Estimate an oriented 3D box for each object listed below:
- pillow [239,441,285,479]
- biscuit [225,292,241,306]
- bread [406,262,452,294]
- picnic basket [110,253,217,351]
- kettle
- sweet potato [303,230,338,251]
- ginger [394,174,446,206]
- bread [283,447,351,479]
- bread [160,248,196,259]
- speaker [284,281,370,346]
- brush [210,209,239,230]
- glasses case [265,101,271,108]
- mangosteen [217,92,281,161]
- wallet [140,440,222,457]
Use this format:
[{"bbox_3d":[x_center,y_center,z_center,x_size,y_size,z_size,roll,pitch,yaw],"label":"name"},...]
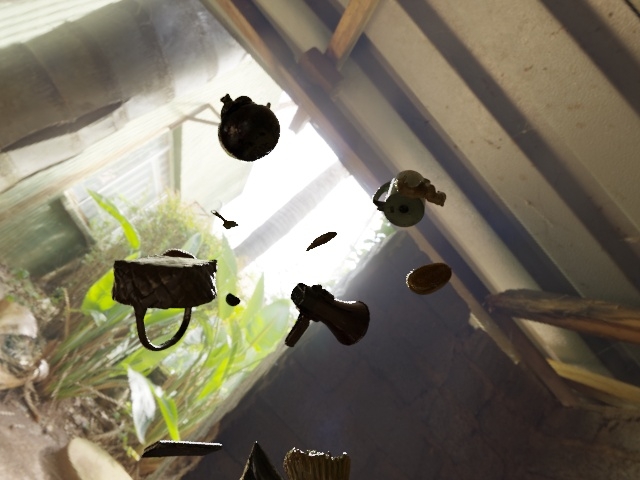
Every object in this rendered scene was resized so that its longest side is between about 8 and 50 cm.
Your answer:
[{"bbox_3d":[-0.183,0.765,1.243,0.186,0.106,0.249,40,-63,37],"label":"pillow"},{"bbox_3d":[-0.511,0.345,2.379,0.089,0.087,0.027,64,-33,25],"label":"biscuit"},{"bbox_3d":[0.430,0.153,1.617,0.077,0.190,0.114,86,-19,-57],"label":"bread"},{"bbox_3d":[-0.521,0.216,1.377,0.337,0.337,0.293,43,13,9],"label":"picnic basket"},{"bbox_3d":[0.341,-0.191,1.743,0.241,0.255,0.165,-2,-55,20],"label":"kettle"},{"bbox_3d":[0.000,0.000,2.050,0.068,0.206,0.059,37,25,-47],"label":"sweet potato"},{"bbox_3d":[0.382,-0.190,1.536,0.288,0.089,0.075,14,-17,-32],"label":"ginger"},{"bbox_3d":[-0.014,0.911,1.605,0.275,0.149,0.274,2,-43,2],"label":"bread"},{"bbox_3d":[-0.692,0.134,1.971,0.199,0.199,0.104,54,-21,-15],"label":"bread"},{"bbox_3d":[-0.005,0.301,1.624,0.330,0.198,0.259,28,-56,-32],"label":"speaker"},{"bbox_3d":[-0.512,-0.111,2.139,0.205,0.083,0.011,48,26,-57],"label":"brush"},{"bbox_3d":[-0.287,-0.707,2.203,0.021,0.032,0.083,26,-74,25],"label":"glasses case"},{"bbox_3d":[-0.356,-0.541,1.997,0.330,0.330,0.330,36,-26,22],"label":"mangosteen"},{"bbox_3d":[-0.450,0.680,1.331,0.122,0.031,0.232,-35,-41,31],"label":"wallet"}]
